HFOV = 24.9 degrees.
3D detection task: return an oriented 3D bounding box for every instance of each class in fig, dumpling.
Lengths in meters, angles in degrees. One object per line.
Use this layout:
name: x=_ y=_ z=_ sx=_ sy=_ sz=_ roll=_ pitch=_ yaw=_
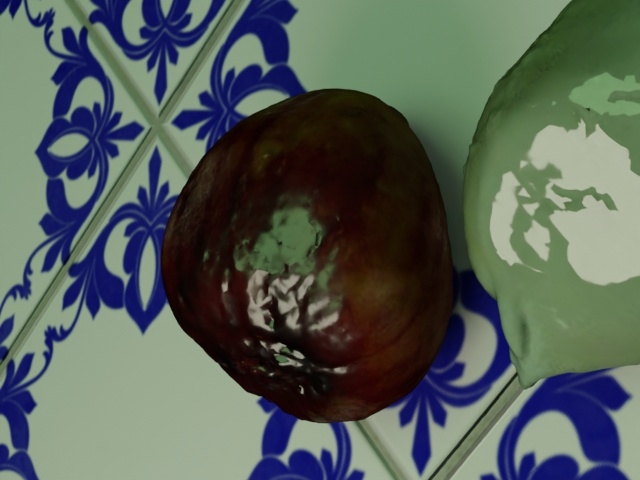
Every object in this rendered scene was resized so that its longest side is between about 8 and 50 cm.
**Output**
fig: x=-0.005 y=0.008 z=1.110 sx=0.224 sy=0.224 sz=0.263 roll=-11 pitch=76 yaw=43
dumpling: x=0.206 y=-0.071 z=0.919 sx=0.320 sy=0.212 sz=0.270 roll=-21 pitch=63 yaw=28
